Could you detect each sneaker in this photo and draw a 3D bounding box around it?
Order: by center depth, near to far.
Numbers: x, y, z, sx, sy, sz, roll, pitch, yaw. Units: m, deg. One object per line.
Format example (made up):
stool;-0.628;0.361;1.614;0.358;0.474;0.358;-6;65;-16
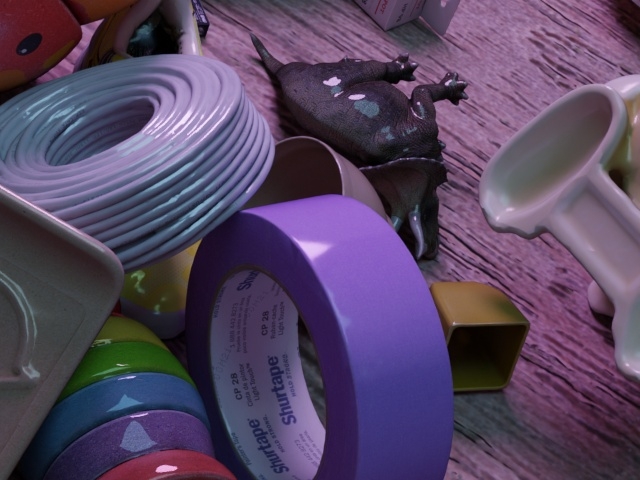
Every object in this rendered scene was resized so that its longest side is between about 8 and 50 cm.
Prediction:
sneaker;-0.166;-0.082;1.732;0.145;0.147;0.384;6;49;-20

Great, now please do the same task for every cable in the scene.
cable;-0.170;-0.065;1.559;0.257;0.089;0.257;-32;32;-18

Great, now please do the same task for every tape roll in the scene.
tape roll;-0.007;0.105;1.532;0.090;0.274;0.274;-11;54;-31

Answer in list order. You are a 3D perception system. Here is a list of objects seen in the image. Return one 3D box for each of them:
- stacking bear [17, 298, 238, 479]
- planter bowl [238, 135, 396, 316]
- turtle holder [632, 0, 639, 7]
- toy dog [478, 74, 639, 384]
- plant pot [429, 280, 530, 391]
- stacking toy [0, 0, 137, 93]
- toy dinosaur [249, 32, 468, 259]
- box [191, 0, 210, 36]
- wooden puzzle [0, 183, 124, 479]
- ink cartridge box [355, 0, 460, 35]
stacking bear;-0.182;0.128;1.532;0.175;0.164;0.289;-7;48;-28
planter bowl;0.000;0.000;1.734;0.109;0.162;0.162;24;37;-39
turtle holder;0.482;-0.371;2.168;0.227;0.320;0.243;42;11;-36
toy dog;0.400;-0.035;1.785;0.284;0.395;0.408;40;12;34
plant pot;0.130;0.081;1.755;0.082;0.081;0.083;-1;38;-23
stacking toy;-0.354;-0.189;1.635;0.351;0.350;0.480;35;85;11
toy dinosaur;0.041;-0.129;1.884;0.313;0.121;0.160;45;35;15
box;-0.158;-0.245;1.978;0.067;0.018;0.083;-6;52;-27
wooden puzzle;-0.362;0.090;1.446;0.322;0.080;0.347;30;83;6
ink cartridge box;0.071;-0.304;2.067;0.060;0.104;0.180;-25;62;-38
